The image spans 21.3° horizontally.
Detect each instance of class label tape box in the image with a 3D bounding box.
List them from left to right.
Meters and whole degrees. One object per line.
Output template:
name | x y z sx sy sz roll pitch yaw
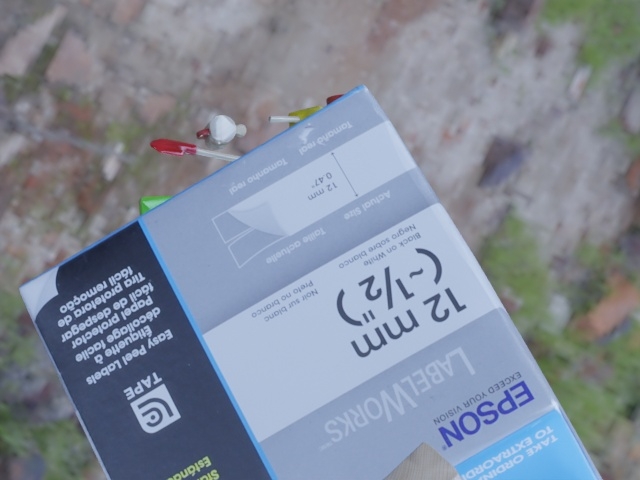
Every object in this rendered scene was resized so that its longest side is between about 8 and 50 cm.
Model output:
label tape box | 0.010 0.119 1.008 0.249 0.347 0.115 -30 156 1

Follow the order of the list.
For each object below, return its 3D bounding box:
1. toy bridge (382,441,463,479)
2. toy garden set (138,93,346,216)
toy bridge | 0.058 0.157 0.791 0.063 0.026 0.188 -43 142 -7
toy garden set | -0.057 -0.035 1.635 0.049 0.244 0.203 146 -60 -69
